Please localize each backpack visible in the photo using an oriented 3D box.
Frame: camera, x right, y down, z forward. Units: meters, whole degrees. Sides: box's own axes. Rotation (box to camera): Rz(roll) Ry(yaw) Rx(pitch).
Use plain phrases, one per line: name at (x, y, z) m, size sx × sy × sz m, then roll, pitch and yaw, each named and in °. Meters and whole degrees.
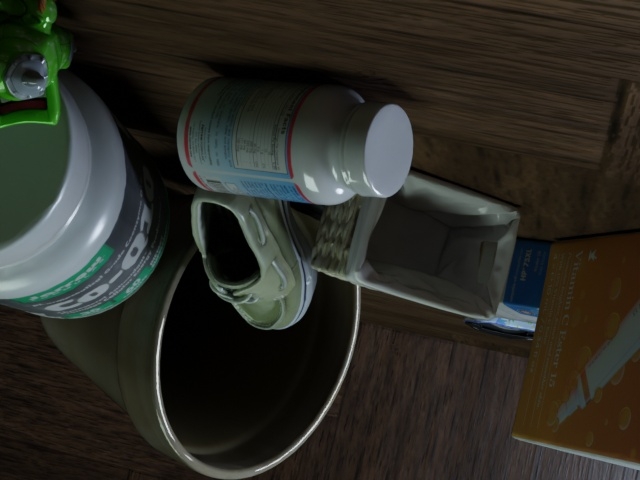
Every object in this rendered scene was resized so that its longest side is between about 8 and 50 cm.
backpack at (0.249, 0.087, 1.690) m, size 0.114 × 0.084 × 0.105 m, roll 8°, pitch 172°, yaw 0°

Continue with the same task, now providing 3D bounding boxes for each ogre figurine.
ogre figurine at (-0.227, -0.124, 0.838) m, size 0.118 × 0.097 × 0.197 m, roll 7°, pitch 178°, yaw -4°

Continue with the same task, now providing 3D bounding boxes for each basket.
basket at (0.086, 0.000, 1.206) m, size 0.167 × 0.113 × 0.103 m, roll 17°, pitch 176°, yaw -30°

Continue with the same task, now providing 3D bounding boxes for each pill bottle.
pill bottle at (-0.255, -0.044, 1.101) m, size 0.204 × 0.204 × 0.361 m, roll 13°, pitch 174°, yaw 4°
pill bottle at (-0.018, -0.071, 0.923) m, size 0.160 × 0.087 × 0.087 m, roll 9°, pitch 172°, yaw 33°

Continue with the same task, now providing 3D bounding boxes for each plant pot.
plant pot at (-0.159, 0.074, 1.451) m, size 0.280 × 0.323 × 0.323 m, roll 15°, pitch 175°, yaw 39°

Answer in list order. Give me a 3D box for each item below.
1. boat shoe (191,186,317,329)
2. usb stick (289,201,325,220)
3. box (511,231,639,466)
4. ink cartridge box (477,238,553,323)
boat shoe at (-0.074, 0.007, 1.187) m, size 0.109 × 0.094 × 0.302 m, roll 17°, pitch 149°, yaw 18°
usb stick at (0.008, -0.040, 1.300) m, size 0.077 × 0.045 × 0.278 m, roll 17°, pitch 177°, yaw 35°
box at (0.342, 0.114, 1.191) m, size 0.168 × 0.215 × 0.345 m, roll 16°, pitch 172°, yaw -15°
ink cartridge box at (0.187, 0.042, 1.472) m, size 0.231 × 0.078 × 0.134 m, roll 8°, pitch 171°, yaw 37°
